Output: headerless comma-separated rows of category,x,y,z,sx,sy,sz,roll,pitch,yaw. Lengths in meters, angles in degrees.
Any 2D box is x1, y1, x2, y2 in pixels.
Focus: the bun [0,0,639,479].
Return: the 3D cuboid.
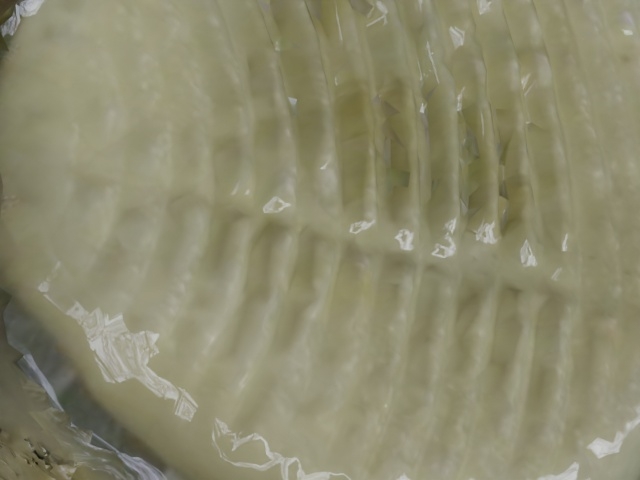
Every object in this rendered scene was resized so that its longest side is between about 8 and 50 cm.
bun,0.000,0.000,0.556,0.259,0.259,0.152,-14,171,-30
